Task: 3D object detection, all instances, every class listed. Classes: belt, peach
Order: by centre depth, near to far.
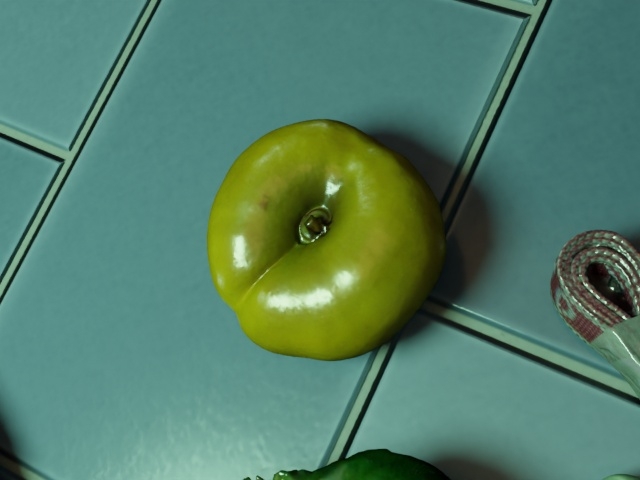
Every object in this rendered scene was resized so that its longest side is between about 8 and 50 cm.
[{"bbox_3d":[0.228,0.095,0.584,0.071,0.053,0.232,-32,67,-3],"label":"belt"},{"bbox_3d":[0.000,0.000,0.655,0.179,0.103,0.179,-5,74,18],"label":"peach"}]

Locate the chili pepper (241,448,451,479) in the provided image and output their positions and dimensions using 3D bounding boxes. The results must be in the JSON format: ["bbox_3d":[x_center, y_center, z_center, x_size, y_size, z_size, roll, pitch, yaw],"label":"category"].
[{"bbox_3d":[-0.007,0.225,0.593,0.264,0.116,0.148,-20,57,10],"label":"chili pepper"}]

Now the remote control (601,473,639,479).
[{"bbox_3d":[0.112,0.272,0.544,0.038,0.090,0.310,38,85,-6],"label":"remote control"}]
